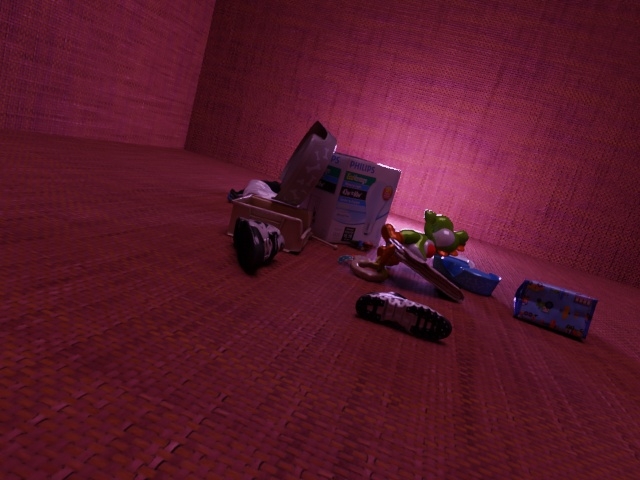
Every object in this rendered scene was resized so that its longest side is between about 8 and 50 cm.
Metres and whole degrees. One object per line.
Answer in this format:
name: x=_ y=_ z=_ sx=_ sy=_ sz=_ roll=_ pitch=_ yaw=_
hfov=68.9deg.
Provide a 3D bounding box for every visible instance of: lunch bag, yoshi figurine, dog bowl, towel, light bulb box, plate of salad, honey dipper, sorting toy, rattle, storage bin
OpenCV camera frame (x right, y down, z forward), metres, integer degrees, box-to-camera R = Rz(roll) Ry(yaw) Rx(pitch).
lunch bag: x=0.801 y=0.227 z=1.632 sx=0.221 sy=0.138 sz=0.293 roll=17 pitch=2 yaw=20
yoshi figurine: x=0.398 y=-0.014 z=1.839 sx=0.363 sy=0.202 sz=0.204 roll=-6 pitch=-5 yaw=-19
dog bowl: x=0.567 y=0.133 z=1.851 sx=0.166 sy=0.073 sz=0.297 roll=8 pitch=14 yaw=-34
towel: x=0.350 y=0.094 z=1.583 sx=0.282 sy=0.049 sz=0.187 roll=35 pitch=7 yaw=-12
light bulb box: x=0.120 y=-0.184 z=2.034 sx=0.358 sy=0.360 sz=0.225 roll=4 pitch=16 yaw=-44
plate of salad: x=0.600 y=0.100 z=2.124 sx=0.200 sy=0.048 sz=0.200 roll=7 pitch=18 yaw=-2
honey dipper: x=0.000 y=0.000 z=1.833 sx=0.161 sy=0.030 sz=0.031 roll=26 pitch=15 yaw=29
sorting toy: x=0.168 y=0.024 z=1.934 sx=0.102 sy=0.042 sz=0.061 roll=7 pitch=-7 yaw=17
rattle: x=0.146 y=0.044 z=1.550 sx=0.130 sy=0.142 sz=0.199 roll=-15 pitch=32 yaw=-21
dog bowl: x=-0.059 y=-0.285 z=1.791 sx=0.102 sy=0.348 sz=0.349 roll=31 pitch=8 yaw=-15
storage bin: x=-0.169 y=-0.064 z=1.664 sx=0.261 sy=0.123 sz=0.262 roll=16 pitch=11 yaw=2

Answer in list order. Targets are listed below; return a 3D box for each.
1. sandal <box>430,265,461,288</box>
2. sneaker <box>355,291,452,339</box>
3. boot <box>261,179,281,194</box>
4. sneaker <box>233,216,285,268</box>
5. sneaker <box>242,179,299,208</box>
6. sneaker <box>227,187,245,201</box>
sandal: x=0.443 y=0.141 z=1.750 sx=0.179 sy=0.040 sz=0.067 roll=31 pitch=18 yaw=2
sneaker: x=0.207 y=0.173 z=1.147 sx=0.235 sy=0.078 sz=0.106 roll=16 pitch=14 yaw=10
boot: x=-0.065 y=-0.209 z=2.516 sx=0.446 sy=0.146 sz=0.367 roll=9 pitch=-13 yaw=34
sneaker: x=-0.166 y=0.002 z=1.351 sx=0.147 sy=0.122 sz=0.330 roll=11 pitch=13 yaw=-16
sneaker: x=-0.219 y=-0.163 z=2.144 sx=0.306 sy=0.114 sz=0.152 roll=23 pitch=41 yaw=3
sneaker: x=-0.347 y=-0.205 z=2.215 sx=0.188 sy=0.078 sz=0.067 roll=9 pitch=14 yaw=-35
